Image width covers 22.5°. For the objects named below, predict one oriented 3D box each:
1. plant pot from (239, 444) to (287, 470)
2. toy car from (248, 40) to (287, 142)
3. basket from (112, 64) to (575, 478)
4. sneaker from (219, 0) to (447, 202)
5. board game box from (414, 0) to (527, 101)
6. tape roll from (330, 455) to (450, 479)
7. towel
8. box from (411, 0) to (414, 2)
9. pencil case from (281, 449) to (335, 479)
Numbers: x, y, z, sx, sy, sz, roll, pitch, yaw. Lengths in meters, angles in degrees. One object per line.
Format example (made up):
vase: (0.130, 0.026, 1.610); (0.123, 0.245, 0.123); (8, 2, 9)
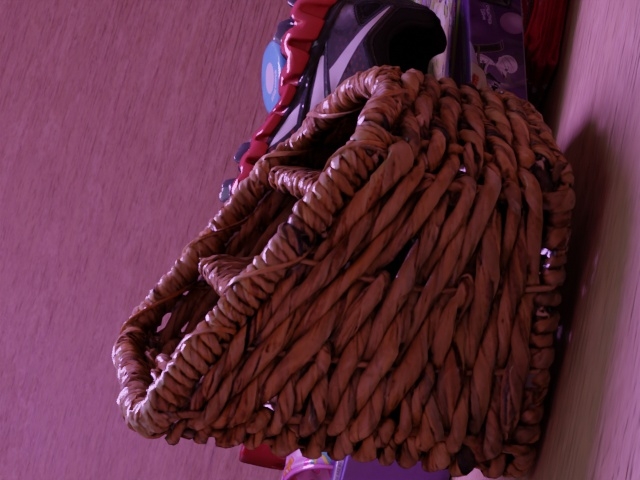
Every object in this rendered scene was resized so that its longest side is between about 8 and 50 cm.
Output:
plant pot: (-0.014, 0.238, 2.270); (0.191, 0.174, 0.191); (14, -90, -90)
toy car: (0.067, -0.056, 1.471); (0.238, 0.219, 0.210); (-109, 26, -47)
basket: (0.000, 0.000, 0.946); (0.299, 0.223, 0.214); (-140, 57, -81)
sneaker: (0.016, -0.060, 1.142); (0.097, 0.135, 0.276); (40, -117, -56)
board game box: (0.110, -0.113, 1.216); (0.208, 0.056, 0.347); (113, 161, -60)
tape roll: (0.058, 0.163, 1.282); (0.189, 0.080, 0.189); (14, -90, -89)
towel: (0.158, -0.142, 1.302); (0.275, 0.031, 0.199); (104, -179, -58)
box: (0.144, -0.331, 1.477); (0.231, 0.126, 0.262); (-62, -13, -62)
pencil case: (0.043, 0.139, 1.651); (0.124, 0.124, 0.284); (104, -179, -57)
